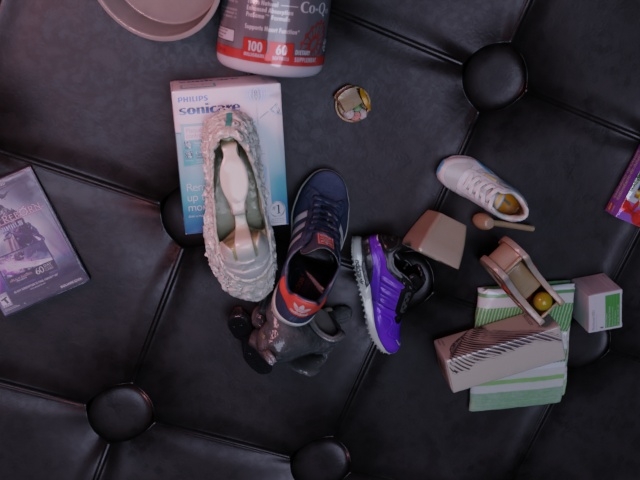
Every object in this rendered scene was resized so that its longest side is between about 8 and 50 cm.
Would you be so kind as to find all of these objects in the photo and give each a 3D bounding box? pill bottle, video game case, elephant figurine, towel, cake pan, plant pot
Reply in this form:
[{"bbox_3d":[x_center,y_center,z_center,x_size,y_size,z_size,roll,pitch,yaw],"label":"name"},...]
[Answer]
[{"bbox_3d":[-0.077,-0.502,1.720,0.210,0.210,0.363,3,109,-12],"label":"pill bottle"},{"bbox_3d":[-0.624,0.003,1.895,0.196,0.026,0.274,-23,113,-2],"label":"video game case"},{"bbox_3d":[-0.020,0.200,1.969,0.239,0.169,0.186,15,74,-21],"label":"elephant figurine"},{"bbox_3d":[0.481,0.253,2.200,0.247,0.038,0.325,-4,112,-8],"label":"towel"},{"bbox_3d":[-0.301,-0.516,1.687,0.293,0.054,0.293,11,123,17],"label":"cake pan"},{"bbox_3d":[0.260,-0.008,2.027,0.109,0.109,0.096,25,91,-18],"label":"plant pot"}]

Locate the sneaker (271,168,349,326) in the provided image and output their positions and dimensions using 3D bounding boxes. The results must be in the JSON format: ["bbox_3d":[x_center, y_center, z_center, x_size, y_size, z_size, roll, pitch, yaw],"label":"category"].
[{"bbox_3d":[0.000,0.000,1.874,0.131,0.148,0.350,17,69,-12],"label":"sneaker"}]

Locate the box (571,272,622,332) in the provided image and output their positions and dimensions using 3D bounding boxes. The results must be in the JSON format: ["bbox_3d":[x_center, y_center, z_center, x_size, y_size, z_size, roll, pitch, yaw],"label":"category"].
[{"bbox_3d":[0.648,0.146,2.157,0.087,0.102,0.101,-10,112,-6],"label":"box"}]

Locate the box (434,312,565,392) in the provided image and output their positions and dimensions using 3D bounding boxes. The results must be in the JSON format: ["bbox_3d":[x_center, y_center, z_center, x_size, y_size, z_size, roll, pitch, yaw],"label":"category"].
[{"bbox_3d":[0.410,0.251,2.108,0.275,0.113,0.094,-17,112,-4],"label":"box"}]

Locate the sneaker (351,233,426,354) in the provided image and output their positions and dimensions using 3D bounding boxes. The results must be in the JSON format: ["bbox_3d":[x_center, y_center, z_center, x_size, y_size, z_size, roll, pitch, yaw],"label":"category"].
[{"bbox_3d":[0.166,0.118,2.031,0.146,0.102,0.294,-10,113,12],"label":"sneaker"}]

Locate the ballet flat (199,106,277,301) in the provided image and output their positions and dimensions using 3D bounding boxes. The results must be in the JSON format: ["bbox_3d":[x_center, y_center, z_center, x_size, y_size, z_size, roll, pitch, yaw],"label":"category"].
[{"bbox_3d":[-0.164,-0.048,1.774,0.146,0.147,0.409,-11,112,-7],"label":"ballet flat"}]

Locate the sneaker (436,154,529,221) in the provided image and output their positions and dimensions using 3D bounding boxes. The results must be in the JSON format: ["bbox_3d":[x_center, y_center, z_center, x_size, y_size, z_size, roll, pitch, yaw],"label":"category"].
[{"bbox_3d":[0.360,-0.115,2.011,0.228,0.092,0.087,24,105,-17],"label":"sneaker"}]

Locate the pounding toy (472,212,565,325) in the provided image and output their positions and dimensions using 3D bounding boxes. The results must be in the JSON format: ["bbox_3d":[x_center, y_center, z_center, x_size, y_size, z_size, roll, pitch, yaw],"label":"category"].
[{"bbox_3d":[0.452,0.043,2.033,0.155,0.154,0.269,-43,102,1],"label":"pounding toy"}]

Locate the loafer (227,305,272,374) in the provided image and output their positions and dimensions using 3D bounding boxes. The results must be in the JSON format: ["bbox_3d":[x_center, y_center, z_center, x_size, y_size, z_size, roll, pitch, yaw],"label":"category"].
[{"bbox_3d":[-0.150,0.221,2.046,0.062,0.061,0.170,-17,114,13],"label":"loafer"}]

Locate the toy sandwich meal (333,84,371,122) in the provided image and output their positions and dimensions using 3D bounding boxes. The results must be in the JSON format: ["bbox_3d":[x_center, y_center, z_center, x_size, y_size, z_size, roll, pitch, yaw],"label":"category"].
[{"bbox_3d":[0.069,-0.286,1.924,0.085,0.029,0.086,-4,110,-10],"label":"toy sandwich meal"}]

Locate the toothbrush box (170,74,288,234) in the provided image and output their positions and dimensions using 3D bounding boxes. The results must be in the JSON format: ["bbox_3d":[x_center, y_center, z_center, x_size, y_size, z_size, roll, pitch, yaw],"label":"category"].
[{"bbox_3d":[-0.184,-0.178,1.863,0.216,0.126,0.296,-5,109,-9],"label":"toothbrush box"}]

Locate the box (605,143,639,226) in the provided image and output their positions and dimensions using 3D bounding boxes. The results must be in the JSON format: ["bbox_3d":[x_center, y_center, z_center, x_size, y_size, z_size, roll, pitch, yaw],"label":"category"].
[{"bbox_3d":[0.833,-0.103,2.128,0.293,0.057,0.201,20,104,-17],"label":"box"}]
